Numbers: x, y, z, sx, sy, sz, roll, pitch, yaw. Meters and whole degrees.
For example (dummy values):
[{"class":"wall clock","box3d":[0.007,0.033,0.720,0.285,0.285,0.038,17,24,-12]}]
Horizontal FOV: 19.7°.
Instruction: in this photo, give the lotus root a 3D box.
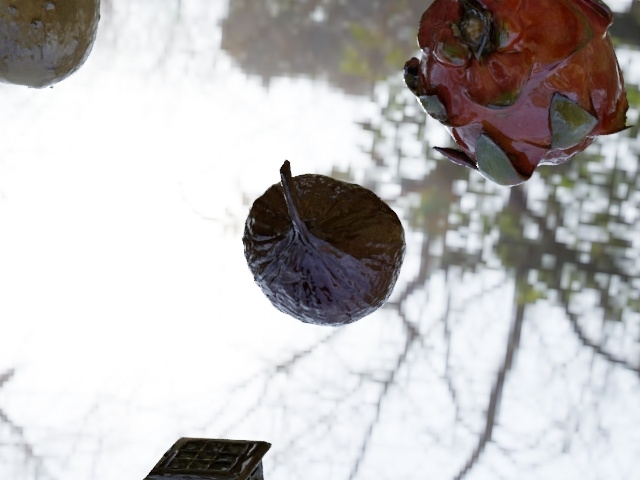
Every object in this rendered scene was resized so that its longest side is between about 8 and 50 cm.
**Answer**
[{"class":"lotus root","box3d":[-0.326,-0.332,2.009,0.169,0.343,0.151,-9,-165,-27]}]

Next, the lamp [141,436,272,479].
[{"class":"lamp","box3d":[-0.083,0.332,1.578,0.089,0.325,0.090,1,-163,17]}]

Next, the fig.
[{"class":"fig","box3d":[0.000,0.000,1.579,0.146,0.134,0.201,6,171,4]}]

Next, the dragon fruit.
[{"class":"dragon fruit","box3d":[0.194,-0.175,1.874,0.227,0.224,0.224,33,-175,-29]}]
